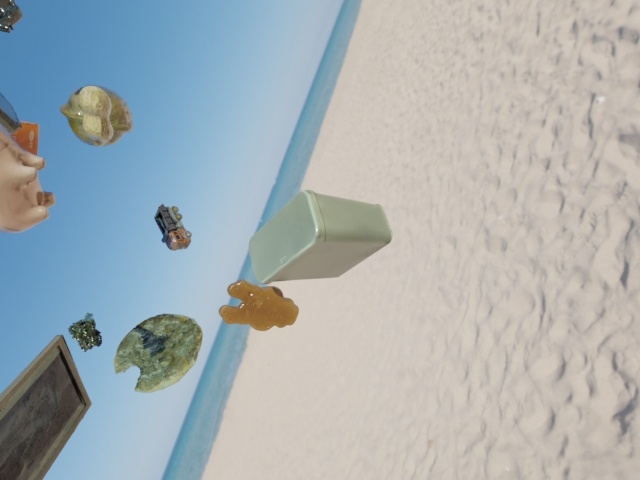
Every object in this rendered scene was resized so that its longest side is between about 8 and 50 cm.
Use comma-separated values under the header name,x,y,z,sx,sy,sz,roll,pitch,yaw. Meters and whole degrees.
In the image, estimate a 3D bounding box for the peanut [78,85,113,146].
name,x,y,z,sx,sy,sz,roll,pitch,yaw
peanut,-0.604,-0.333,1.158,0.082,0.082,0.187,-78,6,-46

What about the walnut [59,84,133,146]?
name,x,y,z,sx,sy,sz,roll,pitch,yaw
walnut,-0.870,-0.490,1.679,0.283,0.282,0.228,-97,26,-72

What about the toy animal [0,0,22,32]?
name,x,y,z,sx,sy,sz,roll,pitch,yaw
toy animal,-1.018,-0.708,1.287,0.114,0.245,0.146,-44,10,43

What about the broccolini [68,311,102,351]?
name,x,y,z,sx,sy,sz,roll,pitch,yaw
broccolini,-0.556,0.208,1.007,0.201,0.058,0.074,-1,107,58

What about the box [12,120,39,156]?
name,x,y,z,sx,sy,sz,roll,pitch,yaw
box,-1.229,-0.342,1.562,0.341,0.143,0.225,-25,-52,-70

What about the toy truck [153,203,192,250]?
name,x,y,z,sx,sy,sz,roll,pitch,yaw
toy truck,-0.596,-0.052,1.711,0.092,0.192,0.083,-18,-20,-44

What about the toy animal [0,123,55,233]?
name,x,y,z,sx,sy,sz,roll,pitch,yaw
toy animal,-0.820,-0.167,1.042,0.237,0.269,0.327,-117,28,-54

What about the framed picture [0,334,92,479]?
name,x,y,z,sx,sy,sz,roll,pitch,yaw
framed picture,-0.888,0.562,1.346,0.446,0.028,0.326,-87,-9,-65

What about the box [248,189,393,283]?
name,x,y,z,sx,sy,sz,roll,pitch,yaw
box,0.000,0.000,1.410,0.352,0.343,0.178,-39,61,41

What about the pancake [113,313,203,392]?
name,x,y,z,sx,sy,sz,roll,pitch,yaw
pancake,-0.449,0.307,1.203,0.037,0.253,0.254,79,-162,-46

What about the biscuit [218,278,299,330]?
name,x,y,z,sx,sy,sz,roll,pitch,yaw
biscuit,-0.222,0.251,1.597,0.186,0.295,0.044,-65,24,8

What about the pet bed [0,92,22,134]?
name,x,y,z,sx,sy,sz,roll,pitch,yaw
pet bed,-1.035,-0.392,1.260,0.159,0.183,0.211,-34,-23,-11
